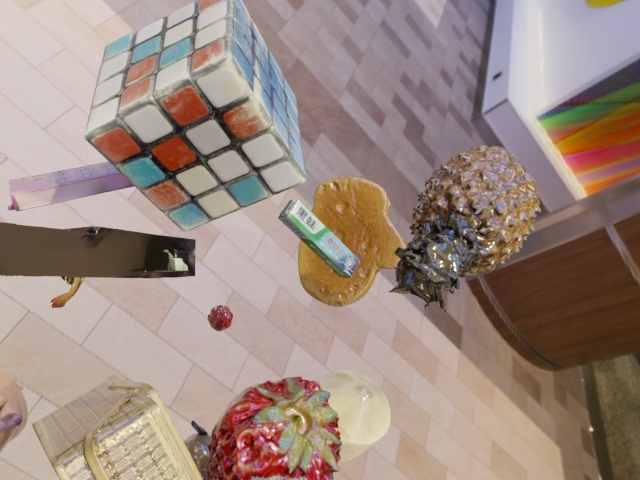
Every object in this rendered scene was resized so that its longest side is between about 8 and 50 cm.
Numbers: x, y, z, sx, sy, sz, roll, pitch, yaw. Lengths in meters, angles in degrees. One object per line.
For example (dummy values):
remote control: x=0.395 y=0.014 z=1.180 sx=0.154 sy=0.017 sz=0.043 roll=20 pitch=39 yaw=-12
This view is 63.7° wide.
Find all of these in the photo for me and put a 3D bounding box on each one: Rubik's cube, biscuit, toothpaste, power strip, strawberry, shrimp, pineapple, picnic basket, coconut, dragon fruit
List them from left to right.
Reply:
shrimp: x=-0.543 y=0.081 z=1.065 sx=0.034 sy=0.178 sz=0.125 roll=39 pitch=49 yaw=-57
power strip: x=-0.445 y=-0.114 z=0.981 sx=0.278 sy=0.109 sz=0.038 roll=-17 pitch=117 yaw=-26
picnic basket: x=-0.331 y=0.374 z=0.867 sx=0.175 sy=0.312 sz=0.228 roll=-30 pitch=101 yaw=-33
Rubik's cube: x=-0.192 y=-0.212 z=0.858 sx=0.256 sy=0.253 sz=0.259 roll=55 pitch=21 yaw=-46
dragon fruit: x=-0.364 y=0.297 z=1.903 sx=0.094 sy=0.190 sz=0.094 roll=1 pitch=68 yaw=-3
strawberry: x=-0.133 y=0.479 z=1.153 sx=0.295 sy=0.345 sz=0.318 roll=43 pitch=32 yaw=-12
toothpaste: x=0.000 y=0.000 z=0.438 sx=0.083 sy=0.017 sz=0.020 roll=45 pitch=66 yaw=-26
coconut: x=0.078 y=0.501 z=1.503 sx=0.237 sy=0.266 sz=0.238 roll=16 pitch=46 yaw=-18
biscuit: x=0.086 y=0.004 z=1.328 sx=0.057 sy=0.287 sz=0.344 roll=34 pitch=65 yaw=-69
pineapple: x=0.224 y=-0.017 z=0.820 sx=0.202 sy=0.202 sz=0.362 roll=56 pitch=39 yaw=-5

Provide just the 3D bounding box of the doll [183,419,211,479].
doll: x=-0.295 y=0.645 z=1.418 sx=0.330 sy=0.174 sz=0.235 roll=59 pitch=-5 yaw=-32

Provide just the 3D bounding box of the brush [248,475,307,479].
brush: x=0.009 y=0.452 z=0.894 sx=0.070 sy=0.327 sz=0.065 roll=-68 pitch=155 yaw=-64

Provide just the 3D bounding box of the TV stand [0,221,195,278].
TV stand: x=-0.202 y=0.010 z=0.434 sx=0.256 sy=0.048 sz=0.040 roll=12 pitch=75 yaw=-67

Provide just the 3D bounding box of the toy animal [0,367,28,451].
toy animal: x=-0.813 y=0.438 z=1.187 sx=0.326 sy=0.269 sz=0.237 roll=-65 pitch=138 yaw=-66
